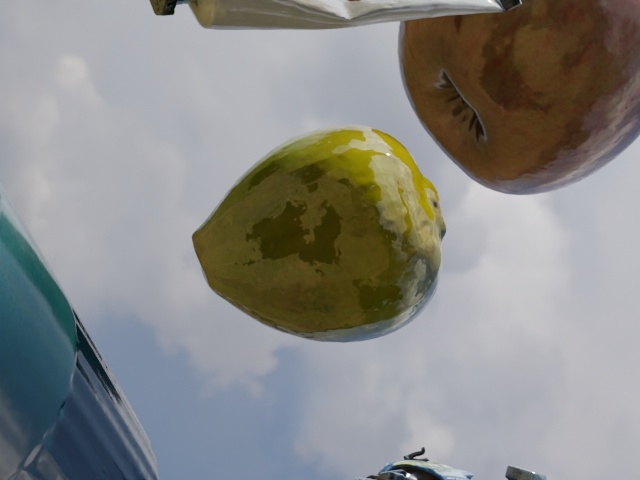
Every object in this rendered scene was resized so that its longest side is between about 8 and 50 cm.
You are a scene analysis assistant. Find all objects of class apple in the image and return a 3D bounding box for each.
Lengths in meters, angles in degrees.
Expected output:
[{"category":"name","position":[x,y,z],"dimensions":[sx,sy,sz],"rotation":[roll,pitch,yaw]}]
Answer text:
[{"category":"apple","position":[0.230,-0.205,1.585],"dimensions":[0.345,0.269,0.345],"rotation":[27,-23,12]}]

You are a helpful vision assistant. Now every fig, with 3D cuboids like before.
[{"category":"fig","position":[0.007,0.000,1.352],"dimensions":[0.230,0.207,0.207],"rotation":[-24,-98,28]}]

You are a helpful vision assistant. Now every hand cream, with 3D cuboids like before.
[{"category":"hand cream","position":[0.015,-0.238,1.257],"dimensions":[0.076,0.336,0.121],"rotation":[124,-48,-60]}]

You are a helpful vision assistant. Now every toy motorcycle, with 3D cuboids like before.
[{"category":"toy motorcycle","position":[0.132,0.233,1.225],"dimensions":[0.135,0.254,0.092],"rotation":[174,-69,-70]}]

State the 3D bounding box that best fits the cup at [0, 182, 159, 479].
[{"category":"cup","position":[-0.262,0.124,0.845],"dimensions":[0.242,0.308,0.292],"rotation":[12,-34,29]}]
